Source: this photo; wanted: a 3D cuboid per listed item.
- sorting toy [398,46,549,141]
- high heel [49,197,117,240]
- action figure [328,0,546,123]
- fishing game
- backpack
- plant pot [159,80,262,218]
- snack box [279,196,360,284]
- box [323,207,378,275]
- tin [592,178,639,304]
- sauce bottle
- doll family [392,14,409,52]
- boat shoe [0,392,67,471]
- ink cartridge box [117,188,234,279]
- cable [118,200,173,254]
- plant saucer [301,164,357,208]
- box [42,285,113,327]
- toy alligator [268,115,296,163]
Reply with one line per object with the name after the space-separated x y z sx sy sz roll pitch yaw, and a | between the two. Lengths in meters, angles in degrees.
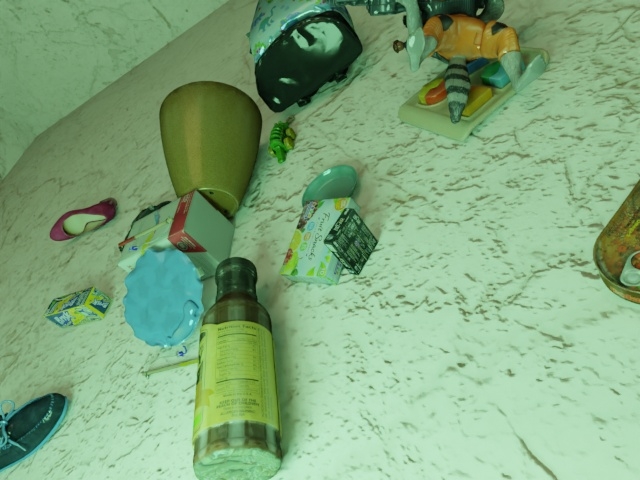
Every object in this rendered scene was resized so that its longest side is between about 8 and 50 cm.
0.260 -0.276 0.843 0.208 0.038 0.193 -44 37 -3 | sorting toy
-0.731 -0.045 1.443 0.244 0.082 0.117 -23 29 3 | high heel
0.185 -0.351 0.821 0.342 0.178 0.330 0 38 4 | action figure
-0.277 0.099 0.849 0.189 0.041 0.263 -24 76 22 | fishing game
-0.047 -0.543 1.236 0.290 0.273 0.355 -27 26 28 | backpack
-0.242 -0.178 1.056 0.237 0.237 0.254 -23 54 22 | plant pot
0.000 0.000 0.778 0.100 0.037 0.141 0 63 40 | snack box
0.047 0.002 0.712 0.018 0.083 0.067 10 61 46 | box
0.367 -0.013 0.490 0.189 0.040 0.106 -49 34 -10 | tin
-0.119 0.162 0.681 0.112 0.111 0.344 -30 37 14 | sauce bottle
0.222 -0.477 1.044 0.112 0.076 0.192 4 49 20 | doll family
-0.601 0.377 0.898 0.258 0.089 0.109 -40 37 1 | boat shoe
-0.288 0.009 0.960 0.176 0.128 0.127 -23 41 21 | ink cartridge box
-0.432 -0.021 1.194 0.151 0.047 0.184 9 56 40 | cable
0.020 -0.090 0.880 0.119 0.021 0.119 -24 41 22 | plant saucer
-0.571 0.159 1.115 0.169 0.059 0.054 -15 43 30 | box
-0.094 -0.255 1.118 0.056 0.051 0.189 -20 42 25 | toy alligator
